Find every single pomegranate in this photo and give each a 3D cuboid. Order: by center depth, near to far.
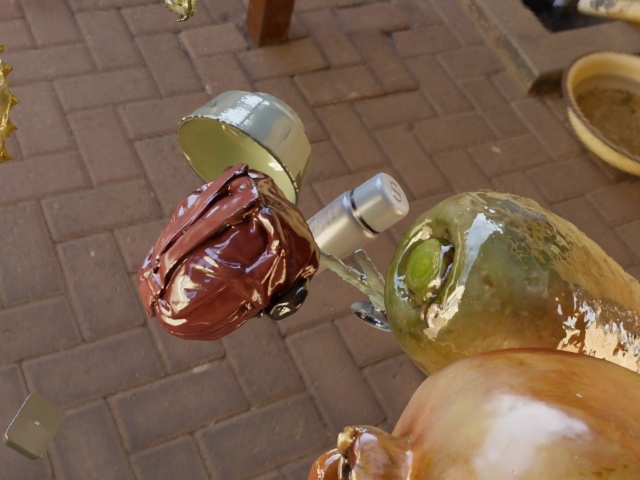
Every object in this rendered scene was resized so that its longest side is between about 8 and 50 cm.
[{"bbox_3d":[0.139,0.182,0.486,0.271,0.252,0.229,22,98,-15],"label":"pomegranate"}]

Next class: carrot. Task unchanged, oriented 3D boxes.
[{"bbox_3d":[0.240,0.087,0.808,0.341,0.224,0.224,24,53,-26],"label":"carrot"}]

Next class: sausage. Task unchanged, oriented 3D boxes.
[{"bbox_3d":[0.015,0.511,1.512,0.089,0.179,0.089,6,24,-3],"label":"sausage"}]

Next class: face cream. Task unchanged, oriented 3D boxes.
[{"bbox_3d":[0.000,0.000,1.198,0.089,0.314,0.143,42,30,-29],"label":"face cream"}]

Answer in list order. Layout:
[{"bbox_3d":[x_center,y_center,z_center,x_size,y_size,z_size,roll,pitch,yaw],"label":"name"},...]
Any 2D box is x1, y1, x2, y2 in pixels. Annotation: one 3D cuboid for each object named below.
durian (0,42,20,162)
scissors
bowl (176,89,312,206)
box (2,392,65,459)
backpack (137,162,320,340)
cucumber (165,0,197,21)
[{"bbox_3d":[-0.389,-0.128,0.675,0.172,0.306,0.166,8,20,10],"label":"durian"},{"bbox_3d":[0.101,0.088,1.095,0.256,0.383,0.029,14,72,33],"label":"scissors"},{"bbox_3d":[-0.096,-0.142,1.078,0.211,0.211,0.112,32,63,7],"label":"bowl"},{"bbox_3d":[-0.587,0.382,1.486,0.091,0.031,0.126,38,31,-18],"label":"box"},{"bbox_3d":[-0.120,0.018,0.851,0.229,0.139,0.229,-20,49,24],"label":"backpack"},{"bbox_3d":[-0.040,-0.367,0.754,0.325,0.145,0.105,-32,50,-14],"label":"cucumber"}]
